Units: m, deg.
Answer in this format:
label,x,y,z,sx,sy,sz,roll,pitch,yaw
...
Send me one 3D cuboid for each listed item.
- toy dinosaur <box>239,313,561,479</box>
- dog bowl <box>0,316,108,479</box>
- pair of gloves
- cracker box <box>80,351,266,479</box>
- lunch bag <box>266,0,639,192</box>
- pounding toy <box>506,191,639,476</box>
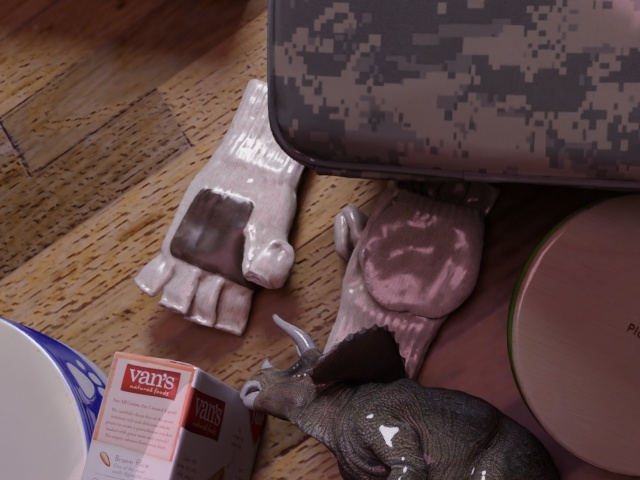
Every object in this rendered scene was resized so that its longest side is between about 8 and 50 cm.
label,x,y,z,sx,sy,sz,roll,pitch,yaw
toy dinosaur,0.088,0.155,0.951,0.313,0.121,0.160,25,53,2
dog bowl,-0.267,0.185,1.070,0.264,0.104,0.265,-5,73,15
pair of gloves,0.000,0.000,1.083,0.240,0.042,0.204,27,83,20
cracker box,-0.112,0.205,0.991,0.067,0.156,0.232,9,77,18
lunch bag,0.127,-0.149,0.982,0.305,0.256,0.213,3,97,16
pounding toy,0.215,0.080,0.981,0.183,0.110,0.237,-32,97,-7
